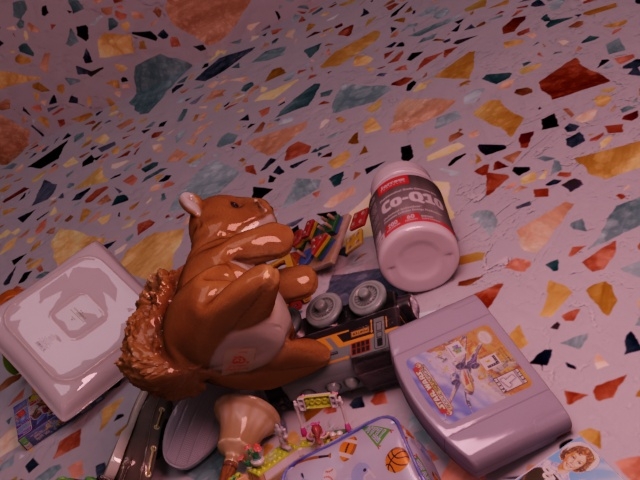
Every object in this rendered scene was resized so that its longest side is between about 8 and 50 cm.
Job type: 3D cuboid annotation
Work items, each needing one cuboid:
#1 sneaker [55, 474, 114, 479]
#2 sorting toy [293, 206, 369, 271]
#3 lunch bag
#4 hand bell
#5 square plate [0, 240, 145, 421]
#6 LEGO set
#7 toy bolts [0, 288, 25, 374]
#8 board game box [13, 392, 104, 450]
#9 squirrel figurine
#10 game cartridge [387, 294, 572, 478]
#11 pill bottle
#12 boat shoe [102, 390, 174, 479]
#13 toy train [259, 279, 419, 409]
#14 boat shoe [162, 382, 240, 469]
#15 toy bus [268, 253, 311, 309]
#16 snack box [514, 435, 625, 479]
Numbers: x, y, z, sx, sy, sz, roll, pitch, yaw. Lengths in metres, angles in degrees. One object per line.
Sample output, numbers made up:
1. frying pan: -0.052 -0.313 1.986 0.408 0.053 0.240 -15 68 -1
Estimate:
1. sneaker: -0.347 0.483 1.554 0.343 0.146 0.134 -6 39 32
2. sorting toy: 0.000 0.000 1.985 0.274 0.046 0.132 -21 40 49
3. lunch bag: 0.069 0.416 1.308 0.243 0.115 0.303 -32 42 8
4. hand bell: -0.156 0.396 1.551 0.126 0.126 0.242 -13 38 25
5. square plate: -0.542 0.183 2.038 0.347 0.049 0.344 39 61 24
6. LEGO set: -0.045 0.333 1.504 0.286 0.107 0.132 -16 18 -3
7. toy bolts: -0.686 0.187 2.215 0.228 0.218 0.158 -19 22 -17
8. board game box: -0.587 0.363 2.018 0.201 0.035 0.136 -33 32 -6
9. squirrel figurine: -0.209 0.086 1.635 0.396 0.281 0.371 -29 46 11
10. game cartridge: 0.235 0.226 1.446 0.198 0.062 0.297 -20 45 -14
11. pill bottle: 0.183 -0.039 1.848 0.161 0.161 0.283 -23 32 11
12. boat shoe: -0.335 0.365 1.763 0.305 0.091 0.109 -74 11 -54
13. toy train: 0.029 0.200 1.671 0.333 0.142 0.190 -19 43 18
14. boat shoe: -0.201 0.306 1.740 0.109 0.094 0.302 25 69 11
15. toy bus: -0.123 0.111 1.937 0.190 0.104 0.202 1 42 40
16. snack box: 0.361 0.412 1.167 0.187 0.060 0.322 -33 32 -5
